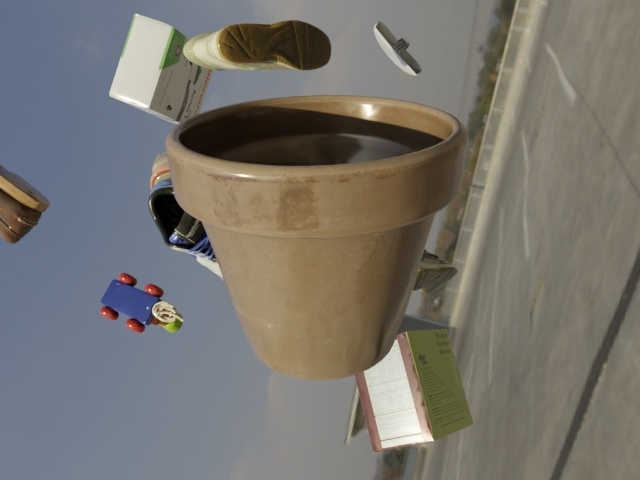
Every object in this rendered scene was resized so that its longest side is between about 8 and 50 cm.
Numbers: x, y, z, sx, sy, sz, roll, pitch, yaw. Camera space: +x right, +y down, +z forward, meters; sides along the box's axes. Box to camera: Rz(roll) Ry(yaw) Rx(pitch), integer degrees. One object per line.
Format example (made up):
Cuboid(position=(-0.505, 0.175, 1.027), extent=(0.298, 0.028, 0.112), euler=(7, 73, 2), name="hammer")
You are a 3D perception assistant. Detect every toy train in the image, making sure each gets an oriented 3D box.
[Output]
Cuboid(position=(-0.352, 0.166, 1.322), extent=(0.105, 0.248, 0.143), euler=(-65, -32, -14), name="toy train")

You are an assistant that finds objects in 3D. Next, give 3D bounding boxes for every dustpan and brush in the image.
Cuboid(position=(0.184, -0.452, 1.403), extent=(0.060, 0.147, 0.211), euler=(-43, 9, 7), name="dustpan and brush")

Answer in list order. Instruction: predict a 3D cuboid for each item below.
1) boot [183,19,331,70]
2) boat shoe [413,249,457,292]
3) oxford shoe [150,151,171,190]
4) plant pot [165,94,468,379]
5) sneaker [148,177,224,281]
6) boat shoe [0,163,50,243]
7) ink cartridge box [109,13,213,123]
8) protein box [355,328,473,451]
Cuboid(position=(-0.106, -0.322, 1.009), extent=(0.213, 0.165, 0.077), euler=(-10, -75, -33), name="boot")
Cuboid(position=(0.193, 0.050, 1.133), extent=(0.080, 0.073, 0.223), euler=(-43, -23, 21), name="boat shoe")
Cuboid(position=(-0.219, -0.177, 1.500), extent=(0.146, 0.397, 0.140), euler=(-107, 27, -47), name="oxford shoe")
Cuboid(position=(0.000, 0.000, 0.570), extent=(0.263, 0.263, 0.229), euler=(-52, -35, -61), name="plant pot")
Cuboid(position=(-0.201, 0.003, 1.107), extent=(0.127, 0.315, 0.182), euler=(-53, 5, 2), name="sneaker")
Cuboid(position=(-0.433, -0.081, 0.733), extent=(0.073, 0.207, 0.073), euler=(-49, -4, 3), name="boat shoe")
Cuboid(position=(-0.307, -0.328, 1.199), extent=(0.219, 0.092, 0.160), euler=(-4, -67, -79), name="ink cartridge box")
Cuboid(position=(0.182, 0.292, 1.198), extent=(0.199, 0.136, 0.201), euler=(10, -117, -55), name="protein box")
